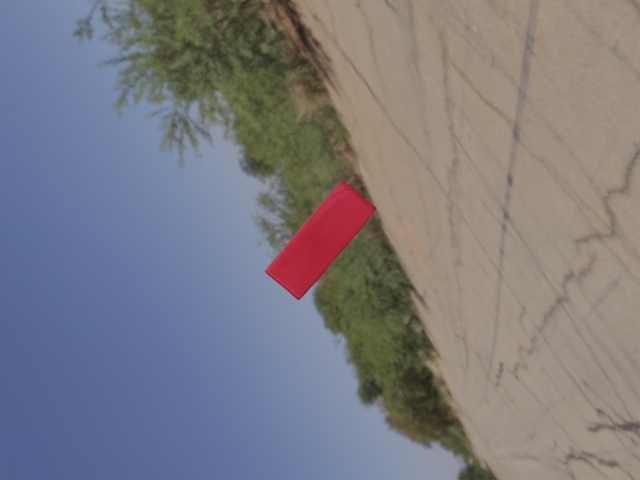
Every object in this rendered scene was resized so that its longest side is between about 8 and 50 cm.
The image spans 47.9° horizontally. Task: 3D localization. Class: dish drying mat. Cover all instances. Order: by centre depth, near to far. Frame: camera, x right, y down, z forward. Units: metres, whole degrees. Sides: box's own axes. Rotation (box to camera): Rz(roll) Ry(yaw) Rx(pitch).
[{"bbox_3d":[0.000,0.000,0.491,0.032,0.083,0.008,40,-171,-1],"label":"dish drying mat"}]
